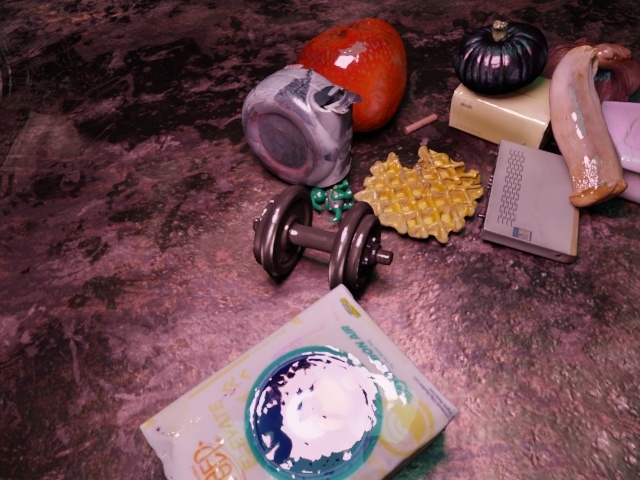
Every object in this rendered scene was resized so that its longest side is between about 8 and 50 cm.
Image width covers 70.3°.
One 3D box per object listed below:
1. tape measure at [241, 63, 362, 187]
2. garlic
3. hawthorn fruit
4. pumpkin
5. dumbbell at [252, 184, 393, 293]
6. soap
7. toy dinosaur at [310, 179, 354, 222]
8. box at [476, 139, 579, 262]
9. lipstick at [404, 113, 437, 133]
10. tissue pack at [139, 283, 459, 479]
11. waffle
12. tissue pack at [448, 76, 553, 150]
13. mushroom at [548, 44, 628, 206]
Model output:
[{"bbox_3d":[-0.040,-0.251,1.025,0.275,0.256,0.147,26,54,22],"label":"tape measure"},{"bbox_3d":[0.662,-0.414,1.122,0.245,0.160,0.245,-4,55,5],"label":"garlic"},{"bbox_3d":[0.073,-0.384,1.117,0.275,0.300,0.275,3,20,-1],"label":"hawthorn fruit"},{"bbox_3d":[0.396,-0.403,1.006,0.194,0.150,0.194,4,27,-2],"label":"pumpkin"},{"bbox_3d":[0.000,0.000,0.884,0.290,0.192,0.192,15,58,19],"label":"dumbbell"},{"bbox_3d":[0.745,-0.168,0.966,0.347,0.115,0.208,27,61,23],"label":"soap"},{"bbox_3d":[0.026,-0.088,1.032,0.096,0.059,0.132,-16,46,5],"label":"toy dinosaur"},{"bbox_3d":[0.451,-0.091,0.979,0.211,0.045,0.270,16,58,9],"label":"box"},{"bbox_3d":[0.259,-0.301,1.173,0.094,0.019,0.019,-28,56,-12],"label":"lipstick"},{"bbox_3d":[-0.030,0.288,0.701,0.388,0.162,0.287,-33,55,-17],"label":"tissue pack"},{"bbox_3d":[0.219,-0.109,1.020,0.261,0.056,0.250,31,64,22],"label":"waffle"},{"bbox_3d":[0.453,-0.323,1.101,0.234,0.125,0.159,31,65,25],"label":"tissue pack"},{"bbox_3d":[0.545,-0.239,0.944,0.122,0.095,0.351,-1,78,-3],"label":"mushroom"}]
